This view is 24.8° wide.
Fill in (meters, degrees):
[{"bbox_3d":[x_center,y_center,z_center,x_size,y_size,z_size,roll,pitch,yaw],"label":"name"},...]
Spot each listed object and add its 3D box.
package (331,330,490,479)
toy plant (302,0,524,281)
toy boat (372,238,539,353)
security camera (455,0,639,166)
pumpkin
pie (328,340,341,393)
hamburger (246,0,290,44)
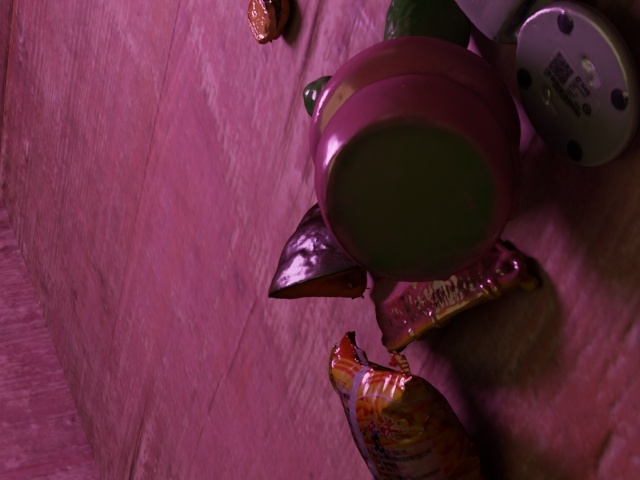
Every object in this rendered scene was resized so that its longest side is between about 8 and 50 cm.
[{"bbox_3d":[0.108,0.242,1.665,0.288,0.108,0.223,57,161,-11],"label":"package"},{"bbox_3d":[0.091,-0.088,1.478,0.356,0.211,0.317,-97,8,-63],"label":"toy plant"},{"bbox_3d":[0.126,0.059,1.636,0.141,0.099,0.318,-63,13,-22],"label":"toy boat"},{"bbox_3d":[0.216,-0.209,1.362,0.301,0.080,0.157,60,149,18],"label":"security camera"},{"bbox_3d":[0.000,0.000,1.766,0.254,0.149,0.130,120,142,-78],"label":"pumpkin"},{"bbox_3d":[0.030,0.176,1.971,0.084,0.021,0.084,34,128,58],"label":"pie"},{"bbox_3d":[-0.071,-0.313,1.986,0.083,0.044,0.076,119,134,-57],"label":"hamburger"}]
